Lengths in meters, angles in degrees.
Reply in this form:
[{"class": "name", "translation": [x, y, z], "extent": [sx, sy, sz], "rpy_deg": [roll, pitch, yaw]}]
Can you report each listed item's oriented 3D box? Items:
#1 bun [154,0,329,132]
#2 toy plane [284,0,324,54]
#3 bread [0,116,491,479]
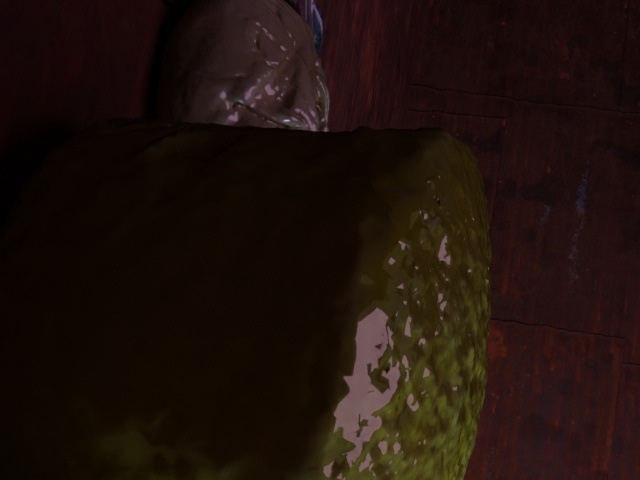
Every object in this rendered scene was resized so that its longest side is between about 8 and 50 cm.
[{"class": "bun", "translation": [-0.062, -0.133, 0.775], "extent": [0.229, 0.145, 0.229], "rpy_deg": [11, 90, -79]}, {"class": "toy plane", "translation": [-0.039, -0.313, 0.873], "extent": [0.223, 0.104, 0.326], "rpy_deg": [-66, 165, -52]}, {"class": "bread", "translation": [-0.048, 0.077, 0.532], "extent": [0.348, 0.308, 0.348], "rpy_deg": [15, 90, -71]}]
